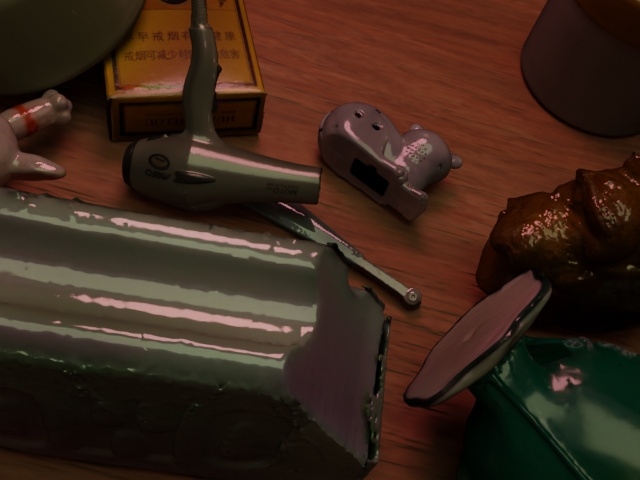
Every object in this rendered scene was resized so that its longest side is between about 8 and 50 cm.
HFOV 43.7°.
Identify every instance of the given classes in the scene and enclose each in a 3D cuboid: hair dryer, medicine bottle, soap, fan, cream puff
[{"bbox_3d":[-0.084,-0.141,0.910,0.229,0.267,0.092,24,16,-3],"label":"hair dryer"},{"bbox_3d":[0.436,-0.306,1.132,0.237,0.232,0.238,6,58,-9],"label":"medicine bottle"},{"bbox_3d":[-0.154,0.099,0.712,0.445,0.261,0.156,10,56,-8],"label":"soap"},{"bbox_3d":[0.000,0.000,0.959,0.282,0.023,0.057,36,55,12],"label":"fan"},{"bbox_3d":[0.323,0.017,0.916,0.268,0.241,0.155,17,56,-38],"label":"cream puff"}]

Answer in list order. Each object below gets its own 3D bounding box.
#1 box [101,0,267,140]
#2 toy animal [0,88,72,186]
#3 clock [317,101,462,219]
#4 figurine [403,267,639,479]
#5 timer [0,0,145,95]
[{"bbox_3d":[-0.193,-0.276,1.051,0.192,0.084,0.302,-5,59,-16],"label":"box"},{"bbox_3d":[-0.401,-0.083,0.862,0.282,0.138,0.141,-10,67,-46],"label":"toy animal"},{"bbox_3d":[0.086,-0.119,1.019,0.176,0.080,0.117,36,58,10],"label":"clock"},{"bbox_3d":[0.258,0.209,0.758,0.340,0.323,0.231,45,101,2],"label":"figurine"},{"bbox_3d":[-0.382,-0.365,0.878,0.290,0.315,0.291,-6,61,12],"label":"timer"}]
